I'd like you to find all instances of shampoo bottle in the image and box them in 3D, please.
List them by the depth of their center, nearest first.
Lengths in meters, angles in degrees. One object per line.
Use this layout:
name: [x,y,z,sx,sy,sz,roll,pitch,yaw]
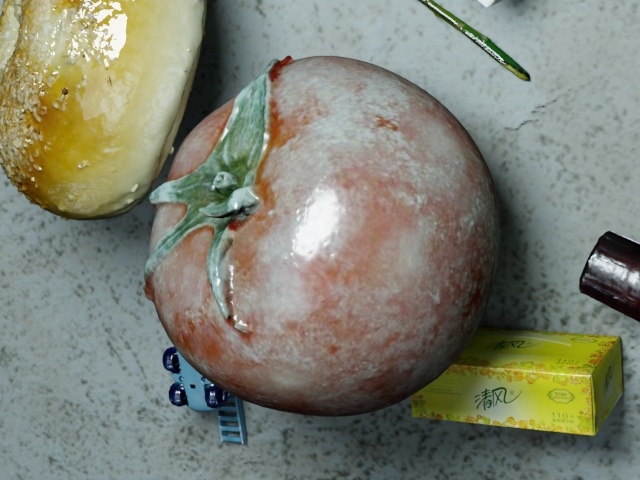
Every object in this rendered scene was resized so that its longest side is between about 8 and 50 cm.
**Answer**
shampoo bottle: [0.350,0.075,1.268,0.278,0.104,0.104,26,118,17]

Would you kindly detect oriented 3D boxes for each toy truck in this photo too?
toy truck: [-0.113,0.157,1.559,0.063,0.074,0.136,2,108,28]

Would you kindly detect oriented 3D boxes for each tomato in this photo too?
tomato: [0.000,0.000,1.305,0.317,0.316,0.283,-32,134,33]

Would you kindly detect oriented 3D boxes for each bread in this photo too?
bread: [-0.212,-0.170,1.377,0.159,0.305,0.305,13,122,-22]

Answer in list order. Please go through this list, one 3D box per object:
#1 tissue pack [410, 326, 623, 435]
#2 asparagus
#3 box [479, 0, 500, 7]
tissue pack: [0.177,0.123,1.382,0.176,0.095,0.062,4,111,27]
asparagus: [0.120,-0.192,1.347,0.166,0.013,0.016,39,110,10]
box: [0.151,-0.313,1.250,0.139,0.073,0.194,41,121,9]
